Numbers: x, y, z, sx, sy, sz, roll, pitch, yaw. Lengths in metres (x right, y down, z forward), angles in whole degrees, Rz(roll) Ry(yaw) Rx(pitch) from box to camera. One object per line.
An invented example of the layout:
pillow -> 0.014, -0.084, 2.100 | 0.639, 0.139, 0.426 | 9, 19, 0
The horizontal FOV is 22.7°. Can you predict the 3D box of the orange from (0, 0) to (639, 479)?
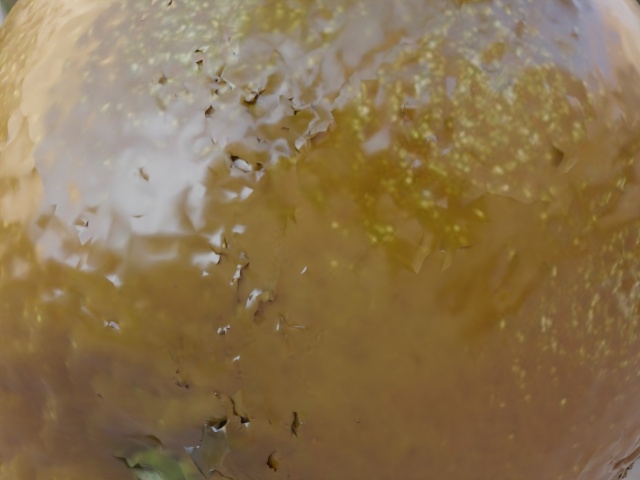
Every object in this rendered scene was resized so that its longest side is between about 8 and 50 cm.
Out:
orange -> 0.000, 0.000, 0.554 | 0.274, 0.274, 0.274 | -9, 7, 1
